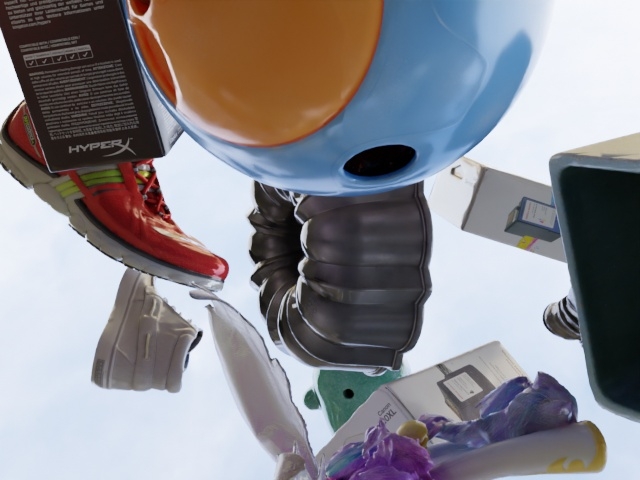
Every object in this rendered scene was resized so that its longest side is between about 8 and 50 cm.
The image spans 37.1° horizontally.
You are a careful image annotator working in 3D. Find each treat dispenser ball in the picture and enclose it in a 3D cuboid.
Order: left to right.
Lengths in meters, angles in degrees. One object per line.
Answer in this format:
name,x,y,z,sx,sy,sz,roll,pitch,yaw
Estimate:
treat dispenser ball,0.012,-0.174,0.643,0.288,0.288,0.288,-5,-144,3

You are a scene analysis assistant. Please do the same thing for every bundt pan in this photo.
bundt pan,0.000,0.000,1.118,0.124,0.331,0.331,-2,-147,-22

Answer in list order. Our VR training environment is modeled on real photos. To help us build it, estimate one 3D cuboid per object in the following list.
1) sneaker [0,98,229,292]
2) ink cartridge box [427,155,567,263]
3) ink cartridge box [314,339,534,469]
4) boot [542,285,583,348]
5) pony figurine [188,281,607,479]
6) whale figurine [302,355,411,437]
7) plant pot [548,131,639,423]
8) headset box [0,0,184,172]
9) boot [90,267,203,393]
sneaker,-0.191,-0.055,0.911,0.279,0.107,0.118,37,-89,11
ink cartridge box,0.269,-0.042,1.273,0.212,0.093,0.154,18,-171,-16
ink cartridge box,0.121,0.220,1.077,0.237,0.172,0.100,-10,-125,-50
boot,0.558,0.162,1.610,0.338,0.223,0.118,33,-111,12
pony figurine,0.035,0.217,0.761,0.363,0.351,0.303,-10,-149,-8
whale figurine,0.063,0.301,1.670,0.216,0.272,0.141,8,-173,16
plant pot,0.384,0.013,0.795,0.252,0.248,0.247,-22,-163,-24
headset box,-0.187,-0.237,0.807,0.110,0.293,0.218,-6,-153,13
boot,-0.218,0.117,1.273,0.123,0.095,0.258,11,-149,-5
